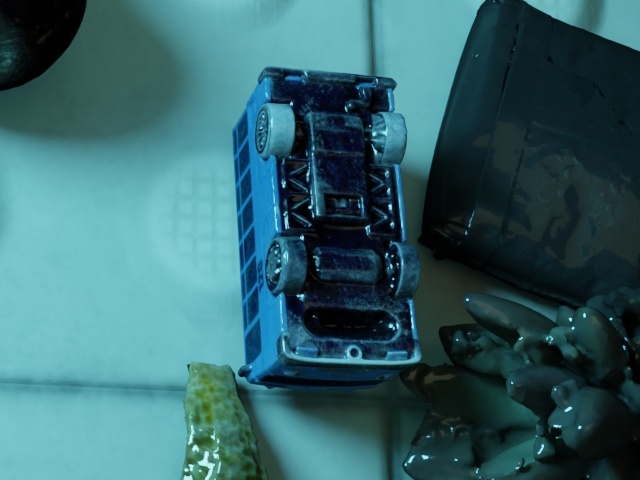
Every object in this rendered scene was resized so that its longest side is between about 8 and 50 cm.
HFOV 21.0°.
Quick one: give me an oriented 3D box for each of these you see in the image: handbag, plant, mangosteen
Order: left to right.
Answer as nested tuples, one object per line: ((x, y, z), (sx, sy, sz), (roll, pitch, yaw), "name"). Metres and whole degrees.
((-0.258, -0.216, 1.267), (0.192, 0.192, 0.217), (18, 47, -13), "mangosteen")
((0.209, -0.070, 1.426), (0.223, 0.080, 0.247), (21, 66, -11), "handbag")
((0.227, 0.122, 1.307), (0.321, 0.181, 0.194), (4, 49, -27), "plant")

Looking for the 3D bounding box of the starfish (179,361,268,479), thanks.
((-0.079, 0.263, 1.218), (0.432, 0.082, 0.324), (39, 66, -2), "starfish")

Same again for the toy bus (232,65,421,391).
((0.000, 0.000, 1.301), (0.116, 0.133, 0.234), (4, 66, -19), "toy bus")
